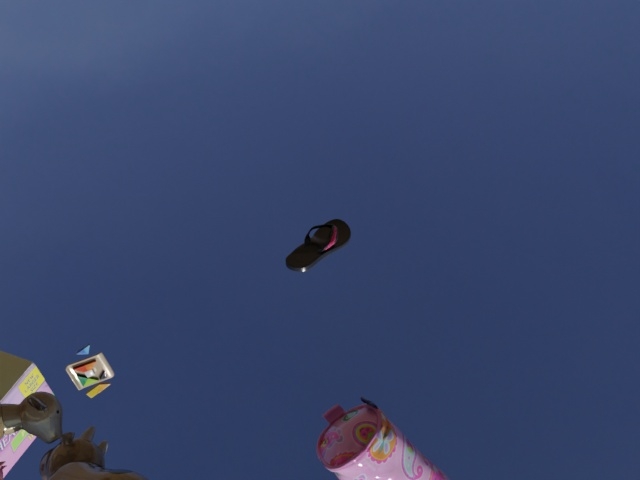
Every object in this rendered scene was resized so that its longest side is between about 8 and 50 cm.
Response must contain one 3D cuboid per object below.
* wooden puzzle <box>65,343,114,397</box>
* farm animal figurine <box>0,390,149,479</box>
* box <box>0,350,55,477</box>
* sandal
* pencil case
[{"bbox_3d":[-0.428,0.245,1.911,0.078,0.116,0.014,-28,-140,0],"label":"wooden puzzle"},{"bbox_3d":[-0.290,0.267,1.123,0.327,0.330,0.172,16,-124,34],"label":"farm animal figurine"},{"bbox_3d":[-0.582,0.276,1.625,0.243,0.117,0.213,12,-131,28],"label":"box"},{"bbox_3d":[0.000,0.000,1.847,0.067,0.040,0.179,15,-147,27],"label":"sandal"},{"bbox_3d":[0.111,0.356,1.519,0.124,0.284,0.124,-31,-150,20],"label":"pencil case"}]
